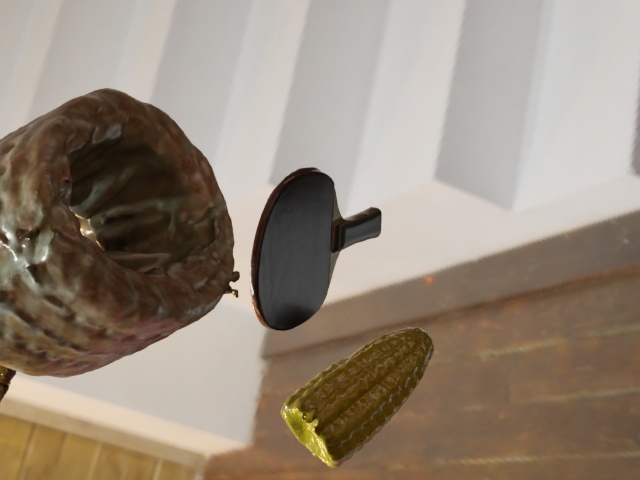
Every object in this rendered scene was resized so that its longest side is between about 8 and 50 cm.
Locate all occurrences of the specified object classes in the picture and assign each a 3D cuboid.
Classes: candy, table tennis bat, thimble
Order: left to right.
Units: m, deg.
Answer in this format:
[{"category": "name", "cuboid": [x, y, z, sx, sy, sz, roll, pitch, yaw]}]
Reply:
[{"category": "thimble", "cuboid": [-0.177, -0.008, 0.950, 0.148, 0.229, 0.196, -27, 71, 25]}, {"category": "table tennis bat", "cuboid": [0.000, 0.000, 1.370, 0.022, 0.301, 0.173, 10, 104, 24]}, {"category": "candy", "cuboid": [0.054, 0.168, 1.431, 0.199, 0.094, 0.106, -36, -17, -24]}]

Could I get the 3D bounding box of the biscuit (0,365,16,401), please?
[{"category": "biscuit", "cuboid": [-0.302, 0.070, 1.033, 0.231, 0.131, 0.025, -54, 14, 36]}]
